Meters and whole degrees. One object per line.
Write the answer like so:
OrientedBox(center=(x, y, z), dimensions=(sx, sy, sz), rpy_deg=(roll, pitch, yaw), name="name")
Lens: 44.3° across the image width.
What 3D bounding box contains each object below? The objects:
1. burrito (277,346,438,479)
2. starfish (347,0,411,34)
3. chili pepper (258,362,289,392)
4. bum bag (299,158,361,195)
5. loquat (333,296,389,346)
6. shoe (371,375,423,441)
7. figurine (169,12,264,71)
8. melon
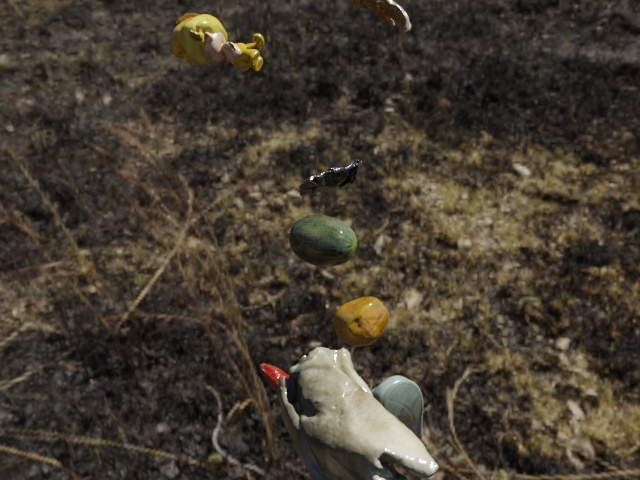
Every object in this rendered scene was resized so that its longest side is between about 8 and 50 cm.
OrientedBox(center=(0.035, 0.311, 1.221), dimensions=(0.190, 0.135, 0.332), rpy_deg=(-52, 30, 5), name="burrito")
OrientedBox(center=(-0.006, -0.420, 1.092), dimensions=(0.094, 0.375, 0.327), rpy_deg=(-39, 60, 13), name="starfish")
OrientedBox(center=(-0.026, 0.331, 1.526), dimensions=(0.272, 0.063, 0.071), rpy_deg=(47, 13, 29), name="chili pepper")
OrientedBox(center=(0.026, -0.152, 2.003), dimensions=(0.197, 0.087, 0.049), rpy_deg=(-21, 73, -35), name="bum bag")
OrientedBox(center=(0.098, 0.188, 1.838), dimensions=(0.137, 0.137, 0.113), rpy_deg=(-31, 81, -40), name="loquat")
OrientedBox(center=(0.123, 0.312, 1.432), dimensions=(0.103, 0.251, 0.100), rpy_deg=(-37, 50, -19), name="shoe")
OrientedBox(center=(-0.255, -0.475, 1.903), dimensions=(0.246, 0.131, 0.156), rpy_deg=(23, -10, 13), name="figurine")
OrientedBox(center=(0.000, 0.000, 1.733), dimensions=(0.167, 0.114, 0.114), rpy_deg=(14, 33, 26), name="melon")
